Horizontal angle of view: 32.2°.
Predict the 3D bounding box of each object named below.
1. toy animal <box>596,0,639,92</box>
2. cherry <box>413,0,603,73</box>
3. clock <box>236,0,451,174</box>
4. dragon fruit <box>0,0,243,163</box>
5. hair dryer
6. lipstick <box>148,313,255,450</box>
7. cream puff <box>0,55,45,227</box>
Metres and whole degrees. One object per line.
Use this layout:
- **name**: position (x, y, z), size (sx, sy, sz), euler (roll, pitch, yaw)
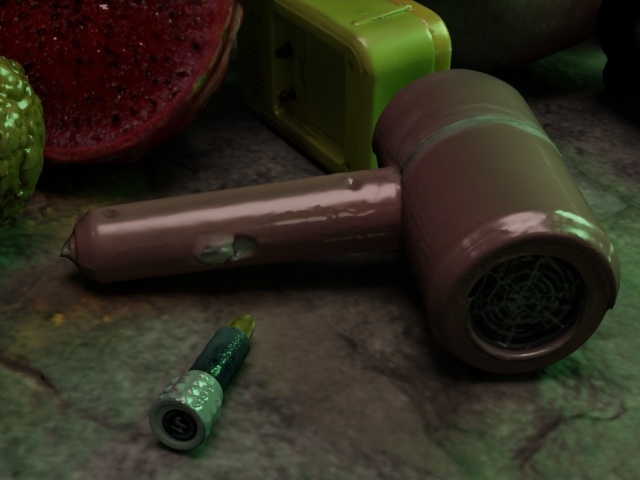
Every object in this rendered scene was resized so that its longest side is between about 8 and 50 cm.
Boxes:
- **toy animal**: position (0.392, -0.189, 0.981), size (0.212, 0.213, 0.266), euler (-23, 42, -37)
- **cherry**: position (0.177, -0.276, 1.080), size (0.239, 0.206, 0.239), euler (-21, 16, 6)
- **clock**: position (0.015, -0.146, 0.925), size (0.096, 0.143, 0.202), euler (-23, 42, -26)
- **dragon fruit**: position (-0.193, -0.133, 0.888), size (0.261, 0.163, 0.189), euler (4, 61, 4)
- **hair dryer**: position (0.000, 0.000, 0.744), size (0.352, 0.125, 0.210), euler (-9, 35, -3)
- **lipstick**: position (-0.065, 0.079, 0.664), size (0.037, 0.037, 0.116), euler (12, 27, 11)
- **cream puff**: position (-0.275, -0.030, 0.714), size (0.183, 0.183, 0.169), euler (1, 58, -7)
